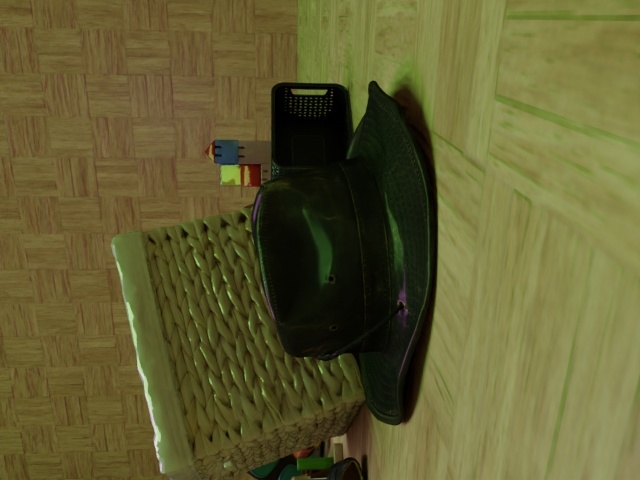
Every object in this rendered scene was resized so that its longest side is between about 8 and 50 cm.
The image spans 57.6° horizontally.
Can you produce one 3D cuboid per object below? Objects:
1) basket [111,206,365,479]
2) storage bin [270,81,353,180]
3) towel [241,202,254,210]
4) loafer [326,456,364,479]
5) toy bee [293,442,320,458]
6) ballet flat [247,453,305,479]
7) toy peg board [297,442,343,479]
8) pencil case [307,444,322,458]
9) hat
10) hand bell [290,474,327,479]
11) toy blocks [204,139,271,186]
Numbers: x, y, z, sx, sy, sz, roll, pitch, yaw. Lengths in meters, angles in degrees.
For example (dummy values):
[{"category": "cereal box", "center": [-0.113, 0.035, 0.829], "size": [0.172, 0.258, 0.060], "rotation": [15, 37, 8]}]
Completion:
[{"category": "basket", "center": [-0.123, 0.162, 0.872], "size": [0.328, 0.266, 0.331], "rotation": [99, 151, -62]}, {"category": "storage bin", "center": [-0.016, -0.151, 0.897], "size": [0.084, 0.122, 0.180], "rotation": [97, 172, -55]}, {"category": "towel", "center": [-0.061, -0.050, 1.078], "size": [0.275, 0.198, 0.031], "rotation": [-104, -4, -73]}, {"category": "loafer", "center": [0.033, 0.359, 0.725], "size": [0.061, 0.062, 0.170], "rotation": [105, 163, -55]}, {"category": "toy bee", "center": [-0.045, 0.317, 1.304], "size": [0.298, 0.162, 0.195], "rotation": [68, 155, 9]}, {"category": "ballet flat", "center": [-0.113, 0.489, 1.289], "size": [0.316, 0.107, 0.106], "rotation": [54, 155, -19]}, {"category": "toy peg board", "center": [-0.003, 0.460, 1.036], "size": [0.161, 0.079, 0.161], "rotation": [99, 170, -60]}, {"category": "pencil case", "center": [-0.058, 0.567, 1.436], "size": [0.113, 0.124, 0.273], "rotation": [-100, 12, -67]}, {"category": "hat", "center": [0.000, 0.014, 0.572], "size": [0.331, 0.133, 0.332], "rotation": [178, 90, -83]}, {"category": "hand bell", "center": [-0.097, 0.521, 1.188], "size": [0.126, 0.241, 0.126], "rotation": [179, 90, -85]}, {"category": "toy blocks", "center": [-0.122, -0.176, 1.348], "size": [0.381, 0.260, 0.191], "rotation": [-126, 36, -83]}]
